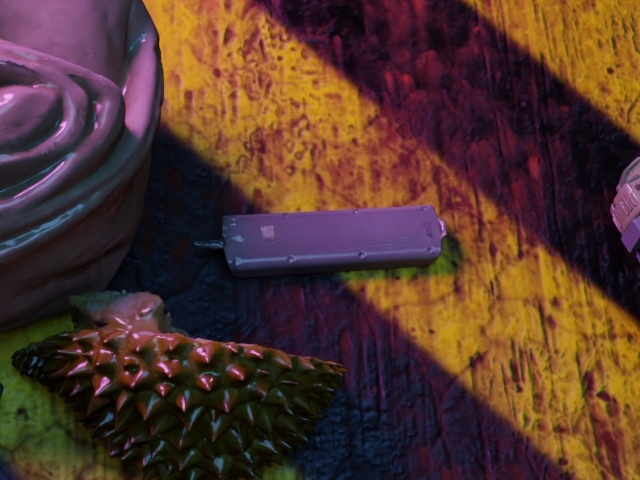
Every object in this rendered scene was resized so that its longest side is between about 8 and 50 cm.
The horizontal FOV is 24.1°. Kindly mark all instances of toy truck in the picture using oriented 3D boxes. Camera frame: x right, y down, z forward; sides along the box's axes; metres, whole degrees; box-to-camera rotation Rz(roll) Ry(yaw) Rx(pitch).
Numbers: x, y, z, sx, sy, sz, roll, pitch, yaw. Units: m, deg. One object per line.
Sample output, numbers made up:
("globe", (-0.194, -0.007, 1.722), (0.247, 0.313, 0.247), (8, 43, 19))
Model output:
("toy truck", (0.380, -0.058, 1.542), (0.191, 0.085, 0.116), (-24, 68, -18))

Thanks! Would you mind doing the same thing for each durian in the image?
("durian", (-0.128, 0.119, 1.327), (0.306, 0.172, 0.166), (5, 39, 0))

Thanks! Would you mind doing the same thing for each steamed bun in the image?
("steamed bun", (-0.306, -0.102, 1.305), (0.342, 0.255, 0.367), (-3, 89, -5))

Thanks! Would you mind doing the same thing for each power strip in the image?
("power strip", (0.000, 0.000, 1.472), (0.253, 0.027, 0.060), (-3, 66, -12))

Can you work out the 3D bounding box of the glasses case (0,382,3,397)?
("glasses case", (-0.366, 0.241, 1.265), (0.114, 0.060, 0.299), (15, 62, 0))
